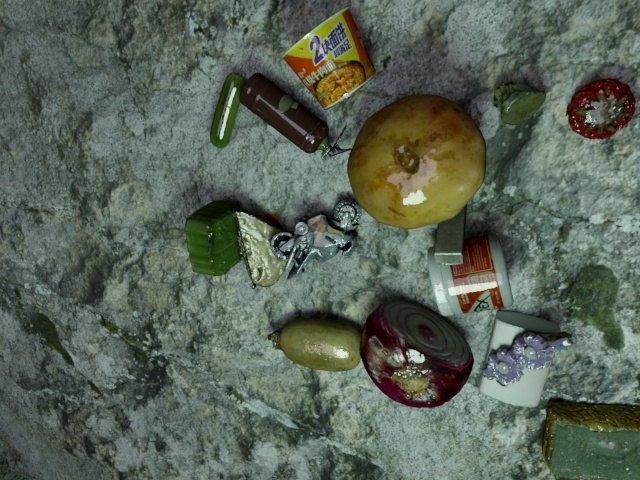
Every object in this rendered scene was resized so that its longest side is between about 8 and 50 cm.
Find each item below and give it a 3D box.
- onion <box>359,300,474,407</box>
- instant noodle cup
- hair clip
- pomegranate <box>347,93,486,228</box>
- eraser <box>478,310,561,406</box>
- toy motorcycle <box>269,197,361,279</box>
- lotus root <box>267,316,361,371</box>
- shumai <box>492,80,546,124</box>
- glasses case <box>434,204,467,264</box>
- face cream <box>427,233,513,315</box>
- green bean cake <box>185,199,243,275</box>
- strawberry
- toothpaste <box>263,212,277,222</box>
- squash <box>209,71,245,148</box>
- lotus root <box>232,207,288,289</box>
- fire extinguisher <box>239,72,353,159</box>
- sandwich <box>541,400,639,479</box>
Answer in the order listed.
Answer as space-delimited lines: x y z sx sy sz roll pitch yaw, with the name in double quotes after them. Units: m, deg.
0.263 0.350 1.311 0.336 0.282 0.260 22 120 -7 "onion"
0.031 -0.447 1.099 0.213 0.213 0.174 -27 110 25 "instant noodle cup"
0.560 0.322 1.212 0.292 0.084 0.106 -46 67 37 "hair clip"
0.242 -0.188 1.091 0.338 0.338 0.338 6 113 15 "pomegranate"
0.587 0.356 1.301 0.174 0.095 0.270 11 113 18 "eraser"
0.000 0.000 1.320 0.307 0.108 0.173 -27 100 11 "toy motorcycle"
-0.021 0.344 1.456 0.342 0.151 0.169 4 112 13 "lotus root"
0.474 -0.344 1.065 0.087 0.123 0.099 63 146 31 "shumai"
0.348 -0.030 1.159 0.070 0.205 0.047 0 140 23 "glasses case"
0.408 0.095 1.190 0.187 0.201 0.201 -13 107 22 "face cream"
-0.324 -0.011 1.373 0.113 0.214 0.200 4 113 20 "green bean cake"
0.654 -0.304 1.016 0.145 0.086 0.145 7 113 17 "strawberry"
-0.184 0.002 1.437 0.048 0.031 0.190 21 114 12 "toothpaste"
-0.277 -0.380 1.291 0.066 0.066 0.229 27 116 5 "squash"
-0.179 0.019 1.382 0.170 0.074 0.261 -8 109 -15 "lotus root"
-0.054 -0.338 1.215 0.344 0.102 0.138 37 116 0 "fire extinguisher"
0.842 0.621 1.328 0.301 0.099 0.271 -2 111 17 "sandwich"
